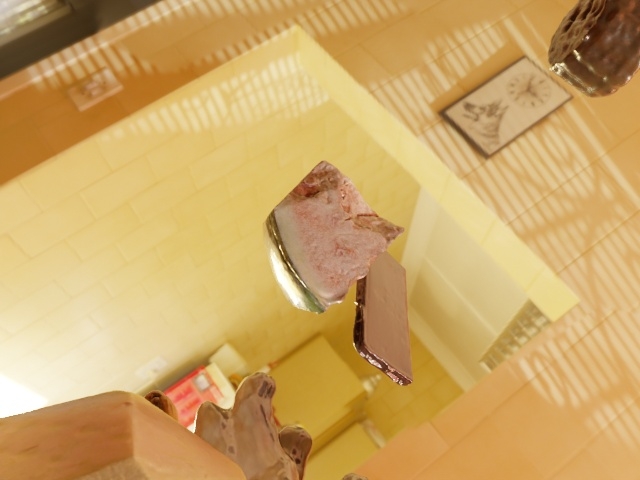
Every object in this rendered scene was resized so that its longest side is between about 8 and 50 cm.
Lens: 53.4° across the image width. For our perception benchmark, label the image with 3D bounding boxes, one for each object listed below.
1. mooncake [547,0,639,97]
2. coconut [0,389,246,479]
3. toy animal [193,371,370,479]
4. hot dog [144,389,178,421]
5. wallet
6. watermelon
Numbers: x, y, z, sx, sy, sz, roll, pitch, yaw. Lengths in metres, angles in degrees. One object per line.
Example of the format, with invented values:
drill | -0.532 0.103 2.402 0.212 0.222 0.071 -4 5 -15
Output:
mooncake | 0.518 -0.382 1.158 0.124 0.228 0.228 26 -15 -4
coconut | -0.154 0.219 0.441 0.197 0.237 0.236 49 -15 54
toy animal | 0.002 0.294 0.648 0.188 0.266 0.307 0 -89 57
hot dog | -0.299 0.341 1.132 0.090 0.140 0.060 15 6 26
wallet | 0.128 0.134 1.304 0.165 0.042 0.309 39 36 -29
watermelon | 0.000 0.000 1.123 0.193 0.231 0.310 43 11 -3
